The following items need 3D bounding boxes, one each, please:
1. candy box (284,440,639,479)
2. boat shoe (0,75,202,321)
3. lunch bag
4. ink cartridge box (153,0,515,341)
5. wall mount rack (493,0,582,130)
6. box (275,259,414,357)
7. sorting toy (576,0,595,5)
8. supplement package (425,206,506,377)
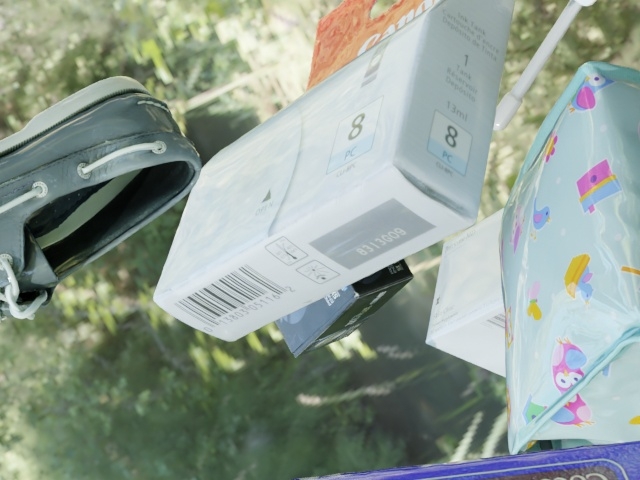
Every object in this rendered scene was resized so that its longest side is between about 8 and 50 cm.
[{"bbox_3d":[-0.008,0.197,0.224,0.317,0.268,0.122,-100,6,-56],"label":"candy box"},{"bbox_3d":[-0.224,0.002,0.877,0.099,0.319,0.116,41,157,26],"label":"boat shoe"},{"bbox_3d":[0.207,0.042,0.873,0.262,0.160,0.223,116,157,-55],"label":"lunch bag"},{"bbox_3d":[0.022,-0.132,1.020,0.091,0.385,0.308,31,143,-25],"label":"ink cartridge box"},{"bbox_3d":[0.158,-0.292,1.132,0.350,0.130,0.304,-130,28,-48],"label":"wall mount rack"},{"bbox_3d":[-0.009,0.003,1.251,0.180,0.077,0.147,61,143,14],"label":"box"},{"bbox_3d":[0.162,-0.175,0.711,0.045,0.083,0.075,37,-149,-62],"label":"sorting toy"},{"bbox_3d":[0.285,0.059,1.446,0.204,0.145,0.262,25,150,-19],"label":"supplement package"}]
